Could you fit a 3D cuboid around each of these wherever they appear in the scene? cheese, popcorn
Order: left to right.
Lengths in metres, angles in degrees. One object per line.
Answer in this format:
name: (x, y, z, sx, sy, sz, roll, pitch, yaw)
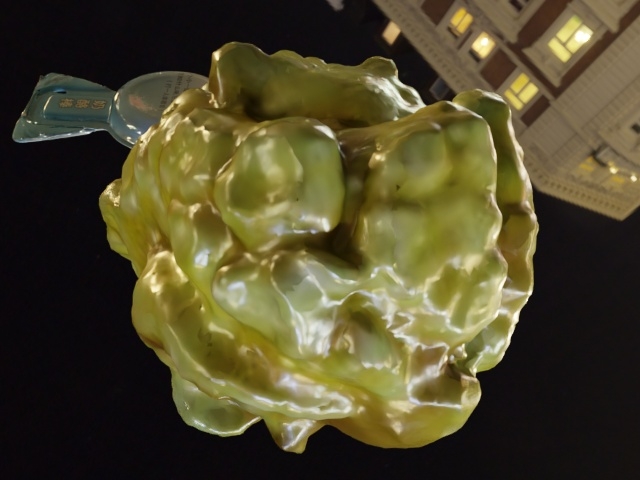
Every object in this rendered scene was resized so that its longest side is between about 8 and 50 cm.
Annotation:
cheese: (-0.185, -0.134, 0.698, 0.244, 0.052, 0.135, 3, -134, -2)
popcorn: (-0.003, 0.001, 0.481, 0.279, 0.335, 0.274, -19, -84, -19)
